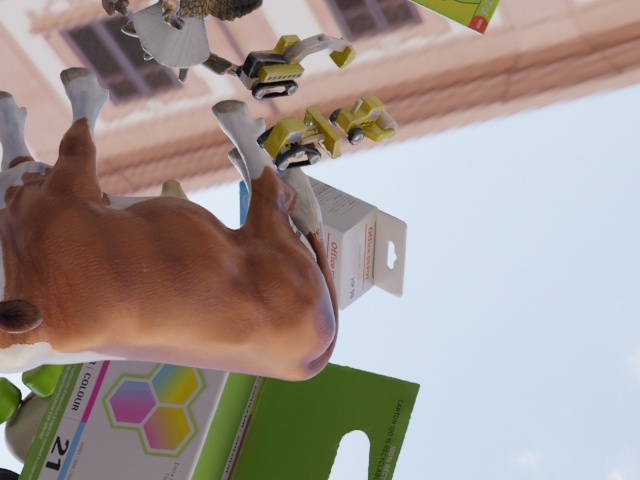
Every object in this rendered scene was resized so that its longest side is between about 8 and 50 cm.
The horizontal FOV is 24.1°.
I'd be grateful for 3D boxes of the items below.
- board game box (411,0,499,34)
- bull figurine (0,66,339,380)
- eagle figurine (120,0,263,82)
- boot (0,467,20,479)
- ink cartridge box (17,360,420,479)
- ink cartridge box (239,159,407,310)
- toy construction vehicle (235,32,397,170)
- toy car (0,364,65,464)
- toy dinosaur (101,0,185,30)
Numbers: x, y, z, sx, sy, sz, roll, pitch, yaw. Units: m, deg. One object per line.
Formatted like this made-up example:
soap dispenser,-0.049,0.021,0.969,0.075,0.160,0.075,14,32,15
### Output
board game box,0.102,-0.289,1.526,0.043,0.181,0.092,-116,-130,-76
bull figurine,-0.122,0.002,0.893,0.101,0.310,0.188,-25,-120,47
eagle figurine,-0.142,-0.365,1.900,0.225,0.226,0.298,43,-61,31
boot,-0.368,0.342,1.542,0.229,0.263,0.091,-26,-125,10
ink cartridge box,-0.074,0.148,1.161,0.255,0.097,0.189,12,-111,18
ink cartridge box,0.000,0.000,1.573,0.180,0.104,0.060,26,-138,30
toy construction vehicle,-0.003,-0.086,0.886,0.098,0.035,0.086,-11,-129,-37
toy car,-0.264,0.150,1.635,0.149,0.155,0.188,-31,-152,26
toy dinosaur,-0.130,-0.311,1.370,0.200,0.296,0.127,-56,-137,31
